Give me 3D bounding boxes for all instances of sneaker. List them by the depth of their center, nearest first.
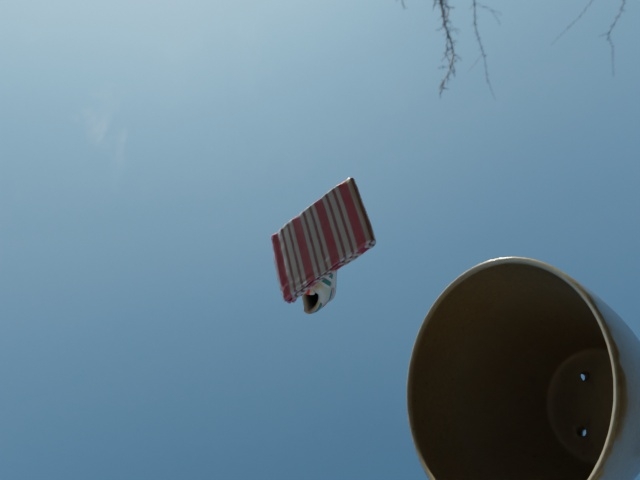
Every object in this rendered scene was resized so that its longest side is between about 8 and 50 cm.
[{"bbox_3d":[-0.008,0.057,0.961,0.057,0.161,0.075,14,-148,23],"label":"sneaker"}]

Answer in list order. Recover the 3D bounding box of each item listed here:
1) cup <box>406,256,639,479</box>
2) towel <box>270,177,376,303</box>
[{"bbox_3d":[0.313,0.212,0.751,0.237,0.331,0.331,18,-118,-27],"label":"cup"},{"bbox_3d":[0.000,0.000,0.910,0.197,0.029,0.144,-35,-132,24],"label":"towel"}]
